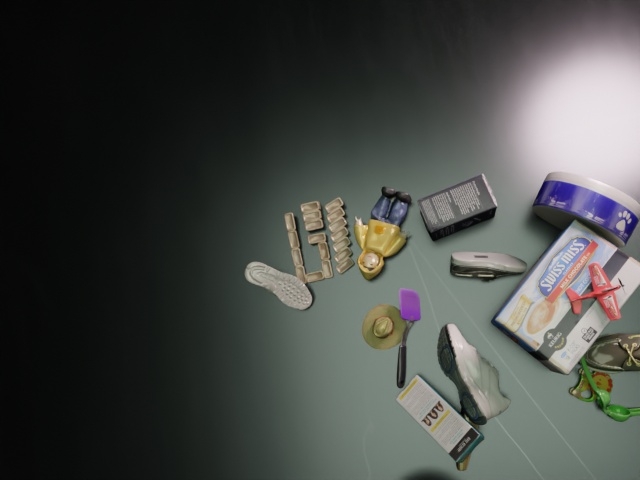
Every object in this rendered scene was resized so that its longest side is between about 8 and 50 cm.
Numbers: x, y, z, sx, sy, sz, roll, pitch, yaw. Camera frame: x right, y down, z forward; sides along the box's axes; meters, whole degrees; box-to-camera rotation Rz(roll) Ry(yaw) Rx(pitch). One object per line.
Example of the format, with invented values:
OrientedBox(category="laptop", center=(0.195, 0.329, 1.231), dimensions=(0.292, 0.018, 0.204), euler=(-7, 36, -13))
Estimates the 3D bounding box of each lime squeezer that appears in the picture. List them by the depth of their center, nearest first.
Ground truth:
OrientedBox(category="lime squeezer", center=(0.797, 0.426, 1.636), dimensions=(0.310, 0.059, 0.110), euler=(32, 120, -3))

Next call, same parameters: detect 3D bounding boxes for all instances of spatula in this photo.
OrientedBox(category="spatula", center=(0.255, 0.294, 1.813), dimensions=(0.030, 0.084, 0.297), euler=(6, 88, 56))

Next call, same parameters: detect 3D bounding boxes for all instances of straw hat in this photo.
OrientedBox(category="straw hat", center=(0.189, 0.262, 1.825), dimensions=(0.144, 0.061, 0.145), euler=(-2, 80, 13))

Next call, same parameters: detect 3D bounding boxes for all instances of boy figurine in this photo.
OrientedBox(category="boy figurine", center=(0.177, -0.020, 1.860), dimensions=(0.177, 0.092, 0.285), euler=(23, 83, 13))

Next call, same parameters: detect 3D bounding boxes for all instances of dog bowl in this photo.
OrientedBox(category="dog bowl", center=(0.723, -0.083, 1.653), dimensions=(0.264, 0.265, 0.104), euler=(27, 89, 15))

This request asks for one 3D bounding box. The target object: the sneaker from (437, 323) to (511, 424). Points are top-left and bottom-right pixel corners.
OrientedBox(category="sneaker", center=(0.434, 0.374, 1.740), dimensions=(0.129, 0.111, 0.297), euler=(-13, 65, -20))

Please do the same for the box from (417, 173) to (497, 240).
OrientedBox(category="box", center=(0.404, -0.094, 1.787), dimensions=(0.207, 0.153, 0.108), euler=(-22, 76, 7))

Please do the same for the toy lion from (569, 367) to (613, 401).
OrientedBox(category="toy lion", center=(0.761, 0.407, 1.689), dimensions=(0.096, 0.034, 0.100), euler=(27, 88, 8))

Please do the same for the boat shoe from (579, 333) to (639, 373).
OrientedBox(category="boat shoe", center=(0.863, 0.303, 1.639), dimensions=(0.304, 0.091, 0.109), euler=(-4, 78, 8))

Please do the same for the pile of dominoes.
OrientedBox(category="pile of dominoes", center=(0.000, 0.000, 1.936), dimensions=(0.195, 0.040, 0.251), euler=(-12, 87, 10))

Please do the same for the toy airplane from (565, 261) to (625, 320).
OrientedBox(category="toy airplane", center=(0.682, 0.137, 1.508), dimensions=(0.151, 0.028, 0.151), euler=(-2, 79, 12))

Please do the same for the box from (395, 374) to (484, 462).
OrientedBox(category="box", center=(0.335, 0.502, 1.714), dimensions=(0.100, 0.060, 0.244), euler=(-49, 55, 2))

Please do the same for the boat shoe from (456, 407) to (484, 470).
OrientedBox(category="boat shoe", center=(0.431, 0.562, 1.722), dimensions=(0.072, 0.068, 0.190), euler=(10, 83, 3))

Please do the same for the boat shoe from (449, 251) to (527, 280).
OrientedBox(category="boat shoe", center=(0.493, 0.080, 1.785), dimensions=(0.219, 0.078, 0.070), euler=(6, 117, 10))

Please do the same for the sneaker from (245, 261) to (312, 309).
OrientedBox(category="sneaker", center=(-0.129, 0.136, 1.911), dimensions=(0.235, 0.095, 0.090), euler=(33, 85, -4))

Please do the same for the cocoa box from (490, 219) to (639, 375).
OrientedBox(category="cocoa box", center=(0.660, 0.157, 1.645), dimensions=(0.228, 0.231, 0.347), euler=(39, 91, 15))
